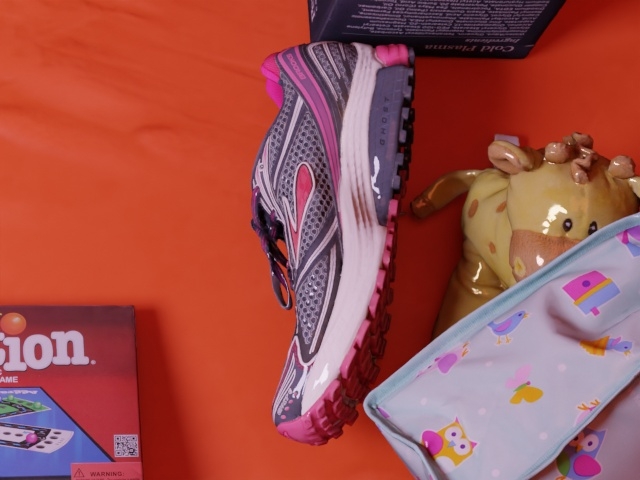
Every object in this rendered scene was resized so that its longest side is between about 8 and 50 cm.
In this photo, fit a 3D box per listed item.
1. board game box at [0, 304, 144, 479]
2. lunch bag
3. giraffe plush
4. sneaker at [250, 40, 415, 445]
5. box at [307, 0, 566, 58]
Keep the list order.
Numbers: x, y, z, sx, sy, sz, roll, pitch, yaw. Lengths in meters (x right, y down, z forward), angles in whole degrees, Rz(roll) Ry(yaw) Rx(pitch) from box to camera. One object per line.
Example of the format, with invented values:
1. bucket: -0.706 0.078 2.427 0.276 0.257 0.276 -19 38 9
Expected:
1. board game box: -0.261 0.110 1.243 0.281 0.027 0.145 0 57 -11
2. lunch bag: 0.198 0.116 1.209 0.262 0.223 0.160 -39 43 -6
3. giraffe plush: 0.168 0.000 1.296 0.181 0.170 0.210 -12 78 -15
4. sneaker: 0.000 0.000 1.307 0.112 0.121 0.299 5 64 6
5. box: 0.096 -0.343 1.320 0.178 0.312 0.343 1 72 -10
